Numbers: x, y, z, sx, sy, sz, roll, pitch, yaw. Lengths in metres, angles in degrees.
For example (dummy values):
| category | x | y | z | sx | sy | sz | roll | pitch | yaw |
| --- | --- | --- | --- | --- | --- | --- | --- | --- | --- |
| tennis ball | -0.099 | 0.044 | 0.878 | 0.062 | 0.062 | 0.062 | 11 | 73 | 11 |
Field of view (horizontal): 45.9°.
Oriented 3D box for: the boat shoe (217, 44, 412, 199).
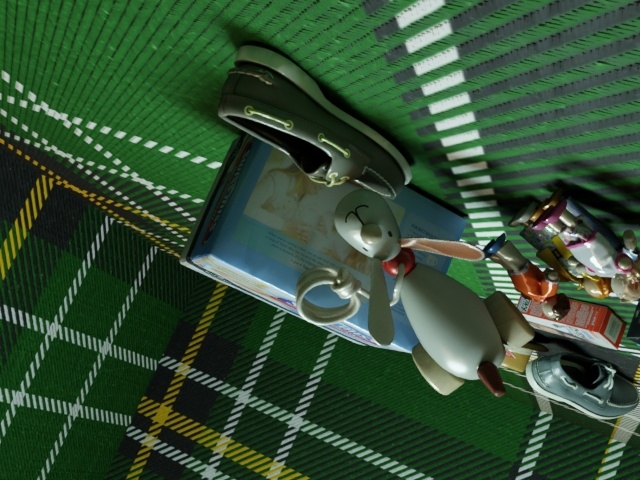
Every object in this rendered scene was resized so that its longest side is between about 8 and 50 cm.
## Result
| category | x | y | z | sx | sy | sz | roll | pitch | yaw |
| --- | --- | --- | --- | --- | --- | --- | --- | --- | --- |
| boat shoe | -0.002 | -0.123 | 0.955 | 0.305 | 0.091 | 0.109 | 32 | 166 | -37 |

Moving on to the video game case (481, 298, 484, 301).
| category | x | y | z | sx | sy | sz | roll | pitch | yaw |
| --- | --- | --- | --- | --- | --- | --- | --- | --- | --- |
| video game case | 0.364 | 0.167 | 1.740 | 0.183 | 0.023 | 0.201 | 14 | 165 | 43 |

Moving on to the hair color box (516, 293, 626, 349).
| category | x | y | z | sx | sy | sz | roll | pitch | yaw |
| --- | --- | --- | --- | --- | --- | --- | --- | --- | --- |
| hair color box | 0.449 | 0.141 | 1.364 | 0.167 | 0.053 | 0.093 | 14 | 166 | 47 |

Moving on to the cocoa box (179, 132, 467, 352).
| category | x | y | z | sx | sy | sz | roll | pitch | yaw |
| --- | --- | --- | --- | --- | --- | --- | --- | --- | --- |
| cocoa box | 0.000 | 0.000 | 1.166 | 0.347 | 0.231 | 0.228 | 27 | 168 | -17 |

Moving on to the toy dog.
| category | x | y | z | sx | sy | sz | roll | pitch | yaw |
| --- | --- | --- | --- | --- | --- | --- | --- | --- | --- |
| toy dog | 0.144 | 0.091 | 0.976 | 0.334 | 0.220 | 0.161 | 25 | -163 | -17 |

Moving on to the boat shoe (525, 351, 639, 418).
| category | x | y | z | sx | sy | sz | roll | pitch | yaw |
| --- | --- | --- | --- | --- | --- | --- | --- | --- | --- |
| boat shoe | 0.621 | 0.324 | 1.719 | 0.320 | 0.116 | 0.099 | 18 | 142 | -21 |

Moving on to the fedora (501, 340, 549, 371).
| category | x | y | z | sx | sy | sz | roll | pitch | yaw |
| --- | --- | --- | --- | --- | --- | --- | --- | --- | --- |
| fedora | 0.442 | 0.263 | 1.792 | 0.194 | 0.079 | 0.194 | 15 | 180 | 0 |

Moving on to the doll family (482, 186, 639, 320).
| category | x | y | z | sx | sy | sz | roll | pitch | yaw |
| --- | --- | --- | --- | --- | --- | --- | --- | --- | --- |
| doll family | 0.322 | 0.014 | 0.920 | 0.163 | 0.118 | 0.263 | 42 | 164 | 1 |

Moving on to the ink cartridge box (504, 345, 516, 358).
| category | x | y | z | sx | sy | sz | roll | pitch | yaw |
| --- | --- | --- | --- | --- | --- | --- | --- | --- | --- |
| ink cartridge box | 0.267 | 0.187 | 1.733 | 0.261 | 0.066 | 0.296 | 45 | 165 | -16 |

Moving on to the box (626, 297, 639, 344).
| category | x | y | z | sx | sy | sz | roll | pitch | yaw |
| --- | --- | --- | --- | --- | --- | --- | --- | --- | --- |
| box | 0.484 | 0.112 | 1.069 | 0.062 | 0.083 | 0.052 | 26 | 168 | -8 |

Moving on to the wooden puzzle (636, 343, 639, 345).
| category | x | y | z | sx | sy | sz | roll | pitch | yaw |
| --- | --- | --- | --- | --- | --- | --- | --- | --- | --- |
| wooden puzzle | 0.641 | 0.207 | 1.376 | 0.079 | 0.014 | 0.116 | 27 | 169 | -16 |
